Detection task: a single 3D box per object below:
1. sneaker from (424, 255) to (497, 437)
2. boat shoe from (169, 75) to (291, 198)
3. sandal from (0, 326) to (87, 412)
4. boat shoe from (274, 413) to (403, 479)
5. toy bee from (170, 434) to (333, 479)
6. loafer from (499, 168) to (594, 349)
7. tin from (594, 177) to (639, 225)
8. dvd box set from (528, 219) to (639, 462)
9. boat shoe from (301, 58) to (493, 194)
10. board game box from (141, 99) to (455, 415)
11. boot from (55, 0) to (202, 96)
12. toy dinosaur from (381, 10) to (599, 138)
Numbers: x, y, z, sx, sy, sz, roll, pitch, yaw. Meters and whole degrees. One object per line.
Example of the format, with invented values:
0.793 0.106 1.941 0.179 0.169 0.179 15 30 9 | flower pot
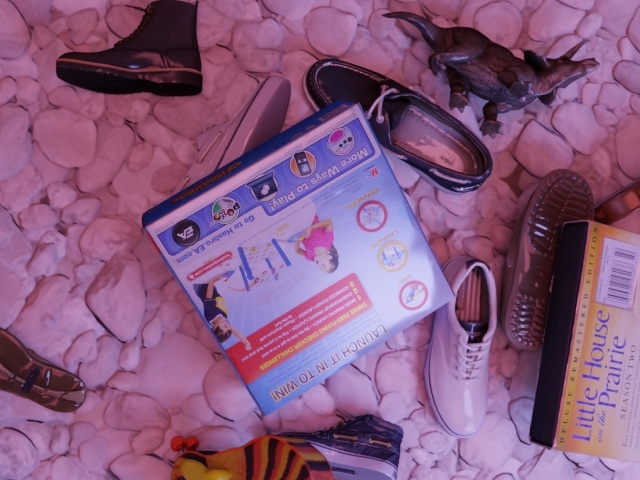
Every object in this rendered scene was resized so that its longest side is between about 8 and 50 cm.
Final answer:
0.198 0.148 1.118 0.094 0.091 0.258 0 84 -7 | sneaker
-0.134 -0.119 1.108 0.088 0.096 0.267 28 89 14 | boat shoe
-0.397 0.172 1.072 0.180 0.049 0.072 34 87 -17 | sandal
0.022 0.280 1.106 0.184 0.065 0.083 11 47 11 | boat shoe
-0.136 0.311 1.032 0.298 0.195 0.162 -26 63 2 | toy bee
0.309 0.024 1.144 0.102 0.092 0.268 23 79 -7 | loafer
0.478 -0.076 1.168 0.190 0.106 0.040 -29 81 -9 | tin
0.502 0.165 1.119 0.421 0.062 0.307 12 83 -20 | dvd box set
0.113 -0.174 1.139 0.303 0.091 0.114 28 82 -4 | boat shoe
-0.024 0.022 1.053 0.308 0.086 0.301 -31 109 -6 | board game box
-0.265 -0.279 1.122 0.198 0.077 0.136 3 79 -20 | boot
0.232 -0.247 1.156 0.314 0.121 0.160 20 38 7 | toy dinosaur
